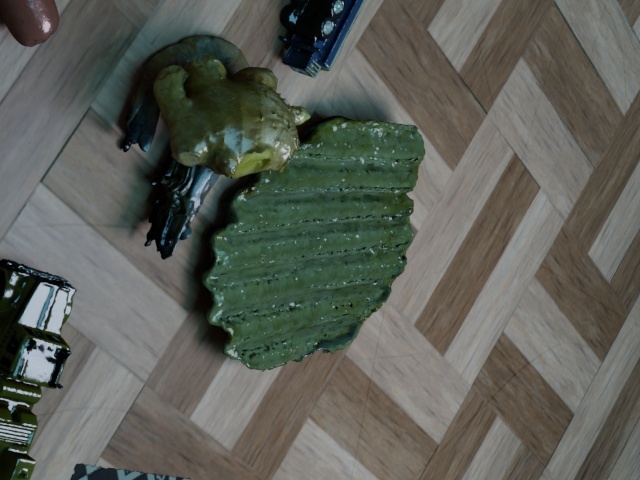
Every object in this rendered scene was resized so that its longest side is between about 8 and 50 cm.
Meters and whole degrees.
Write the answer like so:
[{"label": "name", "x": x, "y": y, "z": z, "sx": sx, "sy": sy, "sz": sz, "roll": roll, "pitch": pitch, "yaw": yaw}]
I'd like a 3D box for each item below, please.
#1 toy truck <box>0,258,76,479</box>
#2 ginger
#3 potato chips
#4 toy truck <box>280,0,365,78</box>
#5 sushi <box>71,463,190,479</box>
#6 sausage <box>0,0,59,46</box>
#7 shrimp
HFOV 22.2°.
[{"label": "toy truck", "x": -0.363, "y": 0.157, "z": 1.901, "sx": 0.127, "sy": 0.127, "sz": 0.257, "roll": 22, "pitch": 84, "yaw": -49}, {"label": "ginger", "x": -0.102, "y": -0.146, "z": 2.005, "sx": 0.216, "sy": 0.157, "sz": 0.102, "roll": -5, "pitch": 152, "yaw": -38}, {"label": "potato chips", "x": 0.000, "y": 0.000, "z": 2.290, "sx": 0.429, "sy": 0.070, "sz": 0.358, "roll": -9, "pitch": 113, "yaw": -46}, {"label": "toy truck", "x": 0.017, "y": -0.314, "z": 2.181, "sx": 0.088, "sy": 0.074, "sz": 0.202, "roll": 38, "pitch": 76, "yaw": -53}, {"label": "sushi", "x": -0.266, "y": 0.422, "z": 2.170, "sx": 0.219, "sy": 0.047, "sz": 0.231, "roll": 18, "pitch": 91, "yaw": -50}, {"label": "sausage", "x": -0.335, "y": -0.287, "z": 1.803, "sx": 0.062, "sy": 0.062, "sz": 0.154, "roll": -42, "pitch": 131, "yaw": -30}, {"label": "shrimp", "x": -0.176, "y": -0.130, "z": 2.042, "sx": 0.178, "sy": 0.075, "sz": 0.289, "roll": 37, "pitch": 78, "yaw": -41}]
